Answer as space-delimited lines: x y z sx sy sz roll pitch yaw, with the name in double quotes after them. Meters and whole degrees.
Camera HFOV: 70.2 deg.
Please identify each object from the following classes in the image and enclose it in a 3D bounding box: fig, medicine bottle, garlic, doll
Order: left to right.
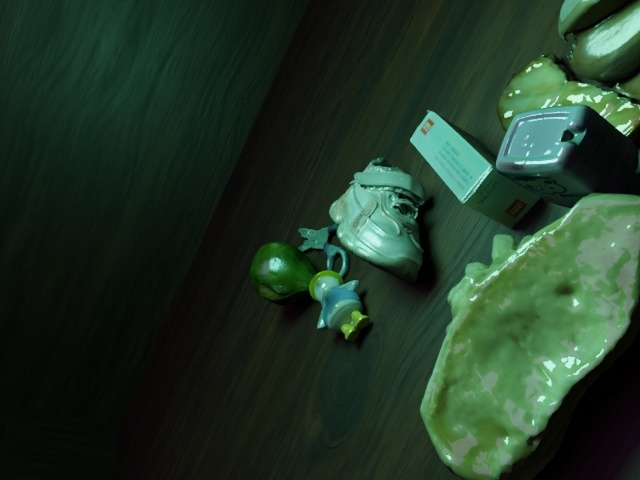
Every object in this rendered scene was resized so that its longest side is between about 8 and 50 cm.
-0.087 0.103 1.343 0.244 0.195 0.196 6 72 28 "fig"
0.037 0.148 1.132 0.241 0.098 0.135 -125 38 -62 "doll"
0.350 -0.099 0.618 0.119 0.187 0.095 18 86 64 "medicine bottle"
0.455 -0.307 0.630 0.160 0.214 0.191 -44 -5 -15 "garlic"

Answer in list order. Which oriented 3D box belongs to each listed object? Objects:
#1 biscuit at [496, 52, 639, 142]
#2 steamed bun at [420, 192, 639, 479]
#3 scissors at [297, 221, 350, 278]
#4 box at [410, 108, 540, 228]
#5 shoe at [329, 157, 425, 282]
0.403 -0.214 0.773 0.154 0.045 0.299 -52 30 26 "biscuit"
0.277 0.119 0.643 0.247 0.189 0.428 32 104 33 "steamed bun"
0.000 0.000 1.393 0.383 0.029 0.256 -9 65 59 "scissors"
0.276 -0.142 0.856 0.079 0.135 0.269 -55 28 25 "box"
0.140 -0.063 1.015 0.198 0.171 0.351 -56 30 16 "shoe"
